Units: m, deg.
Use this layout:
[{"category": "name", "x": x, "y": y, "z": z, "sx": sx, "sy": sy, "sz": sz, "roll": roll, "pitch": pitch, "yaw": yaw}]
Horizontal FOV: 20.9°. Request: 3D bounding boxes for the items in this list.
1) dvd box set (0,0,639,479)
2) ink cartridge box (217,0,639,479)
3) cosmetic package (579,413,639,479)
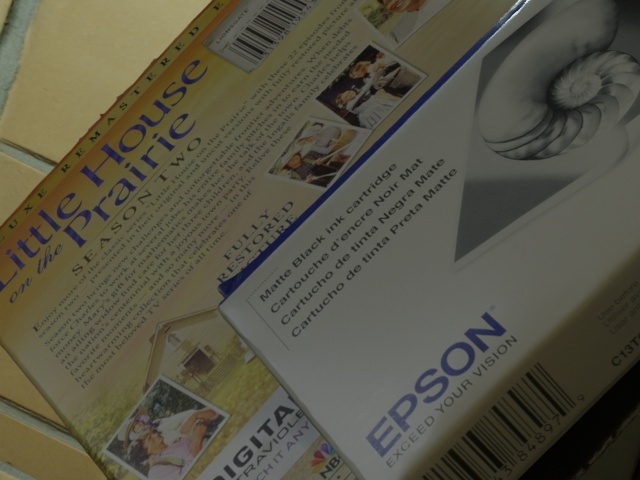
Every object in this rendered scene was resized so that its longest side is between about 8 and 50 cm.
[{"category": "dvd box set", "x": 0.000, "y": 0.000, "z": 0.846, "sx": 0.307, "sy": 0.062, "sz": 0.420, "roll": -47, "pitch": 34, "yaw": -5}, {"category": "ink cartridge box", "x": 0.064, "y": -0.018, "z": 0.703, "sx": 0.223, "sy": 0.045, "sz": 0.224, "roll": -45, "pitch": 35, "yaw": -1}, {"category": "cosmetic package", "x": 0.074, "y": 0.116, "z": 1.071, "sx": 0.453, "sy": 0.161, "sz": 0.230, "roll": 110, "pitch": -174, "yaw": -61}]
